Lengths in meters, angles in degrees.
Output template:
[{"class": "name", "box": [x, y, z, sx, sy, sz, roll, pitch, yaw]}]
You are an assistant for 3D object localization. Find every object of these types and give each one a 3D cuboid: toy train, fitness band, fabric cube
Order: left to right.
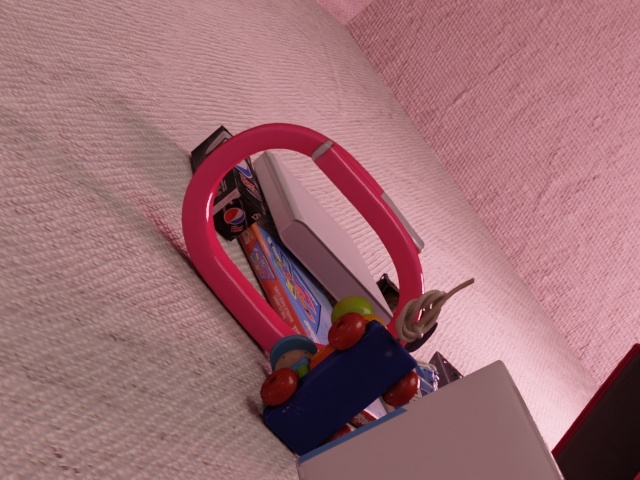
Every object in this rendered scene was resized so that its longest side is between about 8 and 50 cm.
[{"class": "fitness band", "box": [-0.016, 0.013, 1.581, 0.291, 0.209, 0.054, 50, 15, -4]}, {"class": "toy train", "box": [0.048, 0.096, 1.499, 0.105, 0.248, 0.143, 47, 8, -20]}, {"class": "fabric cube", "box": [0.401, 0.305, 1.628, 0.258, 0.254, 0.259, 38, 3, -7]}]

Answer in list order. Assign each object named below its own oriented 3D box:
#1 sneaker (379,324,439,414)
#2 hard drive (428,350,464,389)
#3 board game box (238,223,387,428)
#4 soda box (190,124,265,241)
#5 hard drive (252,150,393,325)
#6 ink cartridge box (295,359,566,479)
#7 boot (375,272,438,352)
[{"class": "sneaker", "box": [0.117, 0.197, 1.840, 0.211, 0.081, 0.080, 54, 11, 5]}, {"class": "hard drive", "box": [0.220, 0.279, 2.041, 0.172, 0.054, 0.254, 44, 14, -32]}, {"class": "board game box", "box": [-0.008, 0.105, 1.777, 0.145, 0.027, 0.281, 41, 16, -48]}, {"class": "soda box", "box": [-0.115, -0.072, 1.821, 0.053, 0.060, 0.169, 44, 14, -29]}, {"class": "hard drive", "box": [0.000, 0.000, 2.011, 0.203, 0.040, 0.307, 47, 6, -21]}, {"class": "ink cartridge box", "box": [0.137, 0.284, 1.237, 0.270, 0.198, 0.197, 60, 6, -39]}, {"class": "boot", "box": [0.090, 0.098, 2.083, 0.106, 0.082, 0.219, 42, 2, 18]}]
